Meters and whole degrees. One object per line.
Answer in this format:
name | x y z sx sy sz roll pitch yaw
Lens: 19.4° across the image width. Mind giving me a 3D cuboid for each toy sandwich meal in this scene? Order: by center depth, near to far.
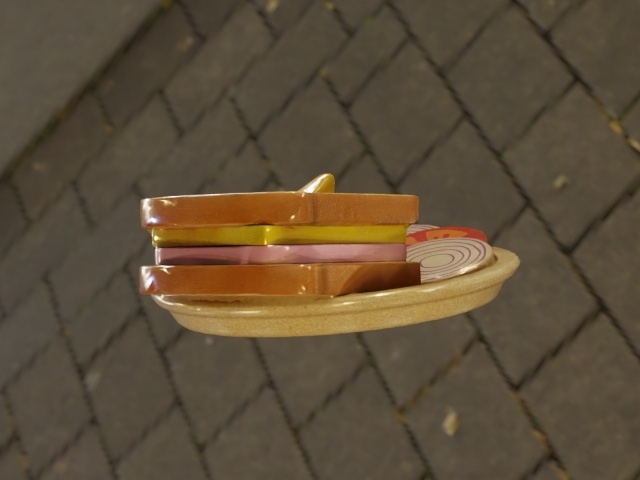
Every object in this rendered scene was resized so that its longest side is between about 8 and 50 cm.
toy sandwich meal | 0.000 0.000 0.388 0.085 0.085 0.029 2 100 47
